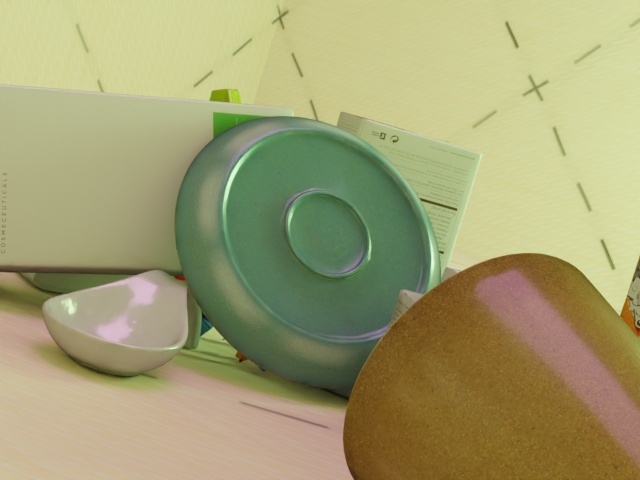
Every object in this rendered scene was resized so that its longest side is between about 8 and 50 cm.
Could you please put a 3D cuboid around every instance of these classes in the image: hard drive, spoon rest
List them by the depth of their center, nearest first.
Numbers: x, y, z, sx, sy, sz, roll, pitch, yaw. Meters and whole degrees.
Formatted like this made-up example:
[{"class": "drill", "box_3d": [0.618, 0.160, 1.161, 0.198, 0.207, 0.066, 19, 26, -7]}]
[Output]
[{"class": "spoon rest", "box_3d": [-0.179, 0.076, 1.360, 0.137, 0.084, 0.276, 18, 5, 11]}, {"class": "hard drive", "box_3d": [-0.308, 0.019, 1.729, 0.203, 0.040, 0.307, 14, 7, -31]}]

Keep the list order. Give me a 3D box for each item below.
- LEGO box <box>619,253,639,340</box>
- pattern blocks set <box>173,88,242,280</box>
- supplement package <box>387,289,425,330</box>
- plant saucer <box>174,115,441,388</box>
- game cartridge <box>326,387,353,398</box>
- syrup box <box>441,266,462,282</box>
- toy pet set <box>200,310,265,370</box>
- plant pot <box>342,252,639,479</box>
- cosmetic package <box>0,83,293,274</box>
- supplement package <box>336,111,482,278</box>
[{"class": "LEGO box", "box_3d": [0.519, 0.117, 1.580, 0.193, 0.372, 0.500, 21, 8, 33]}, {"class": "pattern blocks set", "box_3d": [-0.120, -0.048, 1.733, 0.026, 0.285, 0.325, 0, 8, -29]}, {"class": "supplement package", "box_3d": [0.176, 0.161, 1.293, 0.204, 0.145, 0.262, 16, 6, -11]}, {"class": "plant saucer", "box_3d": [0.000, 0.000, 1.462, 0.317, 0.317, 0.044, 15, -30, -22]}, {"class": "game cartridge", "box_3d": [0.108, 0.162, 1.557, 0.294, 0.060, 0.196, 18, 10, 7]}, {"class": "syrup box", "box_3d": [0.192, 0.115, 1.703, 0.093, 0.096, 0.237, 18, -11, 15]}, {"class": "toy pet set", "box_3d": [-0.107, 0.105, 1.534, 0.114, 0.065, 0.122, 52, 10, -1]}, {"class": "plant pot", "box_3d": [0.178, 0.171, 0.961, 0.237, 0.237, 0.254, 13, 21, -37]}, {"class": "cosmetic package", "box_3d": [-0.225, -0.058, 1.515, 0.365, 0.197, 0.155, 1, -3, -29]}, {"class": "supplement package", "box_3d": [0.083, -0.012, 1.909, 0.175, 0.293, 0.177, 15, 6, -12]}]
